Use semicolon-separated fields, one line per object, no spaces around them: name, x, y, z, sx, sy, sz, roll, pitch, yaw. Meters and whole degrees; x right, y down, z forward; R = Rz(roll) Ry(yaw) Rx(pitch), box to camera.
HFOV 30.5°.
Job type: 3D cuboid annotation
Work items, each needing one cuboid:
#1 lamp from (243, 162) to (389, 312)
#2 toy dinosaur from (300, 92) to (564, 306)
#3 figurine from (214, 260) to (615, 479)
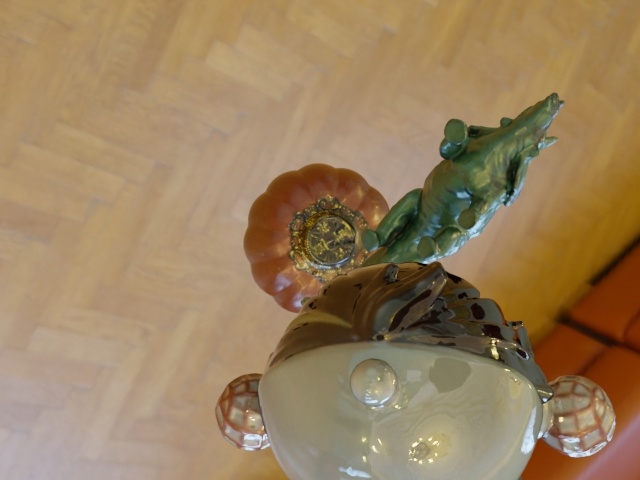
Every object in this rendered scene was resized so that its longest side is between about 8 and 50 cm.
lamp;0.000;0.000;1.687;0.223;0.223;0.196;-60;-172;-3
toy dinosaur;0.090;-0.018;0.981;0.292;0.079;0.120;-41;165;12
figurine;0.063;0.154;0.825;0.370;0.281;0.167;77;16;-48
